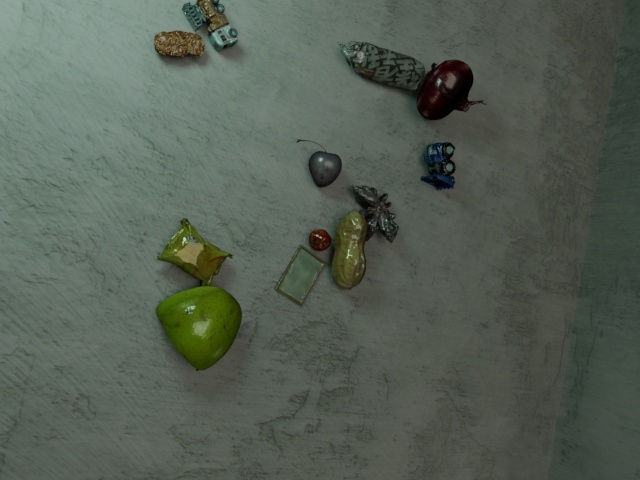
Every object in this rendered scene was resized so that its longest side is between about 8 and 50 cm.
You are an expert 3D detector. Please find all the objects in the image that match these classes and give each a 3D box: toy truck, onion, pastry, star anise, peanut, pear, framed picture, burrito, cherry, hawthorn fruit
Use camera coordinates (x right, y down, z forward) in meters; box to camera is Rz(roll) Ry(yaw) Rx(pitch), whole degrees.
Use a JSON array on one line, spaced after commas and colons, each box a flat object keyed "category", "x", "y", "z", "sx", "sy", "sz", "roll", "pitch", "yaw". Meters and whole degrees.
[{"category": "toy truck", "x": 0.521, "y": -0.327, "z": 2.060, "sx": 0.126, "sy": 0.113, "sz": 0.208, "roll": -9, "pitch": 95, "yaw": -29}, {"category": "onion", "x": 0.549, "y": -0.615, "z": 1.968, "sx": 0.285, "sy": 0.273, "sz": 0.273, "roll": 41, "pitch": 69, "yaw": 8}, {"category": "pastry", "x": -0.467, "y": -0.644, "z": 1.526, "sx": 0.169, "sy": 0.063, "sz": 0.087, "roll": -10, "pitch": 105, "yaw": -34}, {"category": "star anise", "x": 0.232, "y": -0.108, "z": 1.907, "sx": 0.198, "sy": 0.110, "sz": 0.257, "roll": -10, "pitch": 90, "yaw": -29}, {"category": "peanut", "x": 0.118, "y": 0.039, "z": 1.826, "sx": 0.149, "sy": 0.149, "sz": 0.313, "roll": 7, "pitch": 88, "yaw": -29}, {"category": "pear", "x": -0.368, "y": 0.282, "z": 1.536, "sx": 0.239, "sy": 0.139, "sz": 0.288, "roll": -36, "pitch": 109, "yaw": -12}, {"category": "framed picture", "x": -0.076, "y": 0.135, "z": 1.795, "sx": 0.136, "sy": 0.010, "sz": 0.201, "roll": 37, "pitch": 74, "yaw": -26}, {"category": "burrito", "x": 0.249, "y": -0.721, "z": 1.904, "sx": 0.445, "sy": 0.101, "sz": 0.139, "roll": 4, "pitch": 95, "yaw": -31}, {"category": "cherry", "x": -0.013, "y": -0.282, "z": 1.773, "sx": 0.188, "sy": 0.115, "sz": 0.148, "roll": 6, "pitch": 127, "yaw": -22}, {"category": "hawthorn fruit", "x": 0.000, "y": 0.000, "z": 1.788, "sx": 0.093, "sy": 0.093, "sz": 0.093, "roll": -1, "pitch": 92, "yaw": -29}, {"category": "toy truck", "x": -0.368, "y": -0.730, "z": 1.567, "sx": 0.115, "sy": 0.080, "sz": 0.177, "roll": -37, "pitch": 107, "yaw": -18}]

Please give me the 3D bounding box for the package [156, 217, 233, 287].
[{"category": "package", "x": -0.415, "y": 0.052, "z": 1.552, "sx": 0.226, "sy": 0.090, "sz": 0.168, "roll": 40, "pitch": 76, "yaw": -29}]
